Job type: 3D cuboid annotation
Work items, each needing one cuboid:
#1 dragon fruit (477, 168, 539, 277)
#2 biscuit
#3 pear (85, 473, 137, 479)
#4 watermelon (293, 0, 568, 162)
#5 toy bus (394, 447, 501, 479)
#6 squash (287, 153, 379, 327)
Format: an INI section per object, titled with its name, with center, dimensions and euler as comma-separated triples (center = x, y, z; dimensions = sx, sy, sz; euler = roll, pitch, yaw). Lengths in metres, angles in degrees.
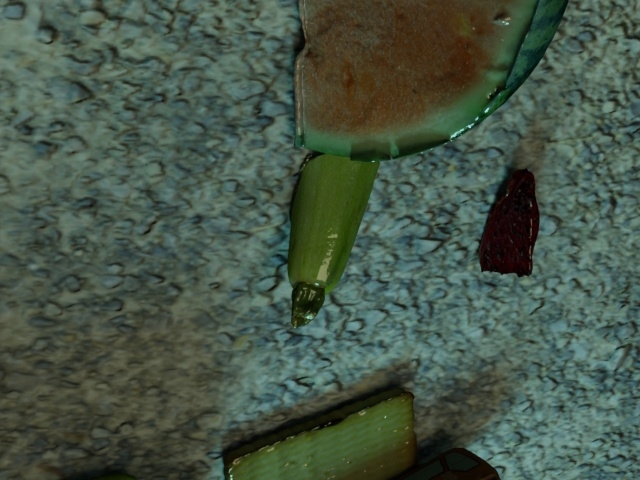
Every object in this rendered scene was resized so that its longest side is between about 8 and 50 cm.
[dragon fruit]
center = 0.239, -0.022, 1.890
dimensions = 0.063, 0.097, 0.131
euler = -6, 103, -33
[biscuit]
center = 0.002, 0.279, 1.968
dimensions = 0.255, 0.029, 0.172
euler = -18, 129, -19
[pear]
center = -0.177, 0.394, 1.761
dimensions = 0.286, 0.282, 0.176
euler = 28, 93, -39
[watermelon]
center = 0.146, -0.217, 1.600
dimensions = 0.319, 0.222, 0.292
euler = -19, 124, -21
[toy bus]
center = 0.040, 0.389, 1.986
dimensions = 0.409, 0.092, 0.093
euler = -27, 129, -14
[squash]
center = -0.002, -0.002, 1.748
dimensions = 0.090, 0.075, 0.200
euler = 23, 85, -58
